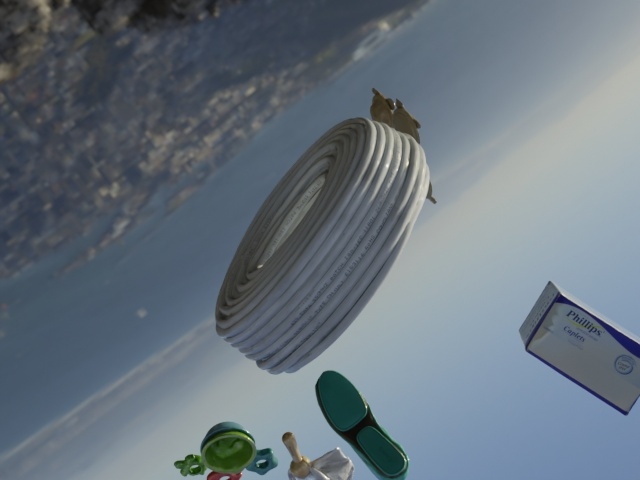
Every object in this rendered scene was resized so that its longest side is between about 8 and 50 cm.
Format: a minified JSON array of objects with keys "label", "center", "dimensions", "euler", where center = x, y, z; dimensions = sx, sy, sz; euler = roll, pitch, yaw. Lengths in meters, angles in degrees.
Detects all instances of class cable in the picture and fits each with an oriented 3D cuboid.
[{"label":"cable","center":[0.000,0.000,1.081],"dimensions":[0.257,0.089,0.257],"euler":[-61,-166,-25]}]

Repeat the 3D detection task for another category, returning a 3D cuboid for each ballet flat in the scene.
[{"label":"ballet flat","center":[0.071,0.348,2.128],"dimensions":[0.083,0.247,0.087],"euler":[-33,154,-15]}]

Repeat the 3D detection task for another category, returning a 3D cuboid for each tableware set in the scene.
[{"label":"tableware set","center":[0.109,-0.131,1.627],"dimensions":[0.020,0.168,0.141],"euler":[-24,-143,-19]}]

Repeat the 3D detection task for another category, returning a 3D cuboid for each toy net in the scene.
[{"label":"toy net","center":[-0.060,0.293,1.472],"dimensions":[0.122,0.232,0.045],"euler":[-55,-151,25]}]

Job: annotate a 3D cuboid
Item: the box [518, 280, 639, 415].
[{"label":"box","center":[0.282,0.111,1.237],"dimensions":[0.072,0.126,0.137],"euler":[-58,176,6]}]
